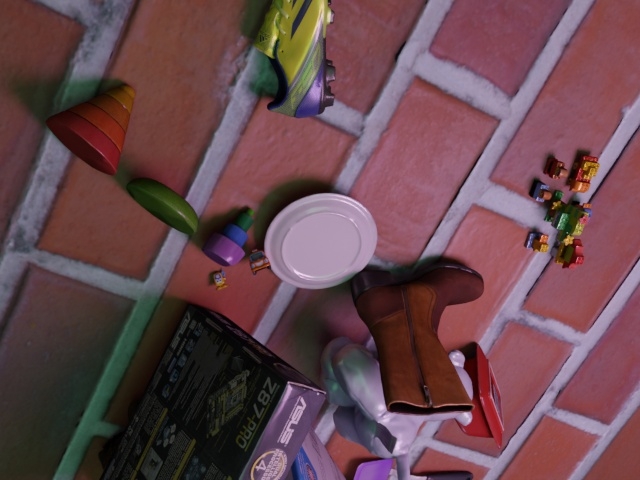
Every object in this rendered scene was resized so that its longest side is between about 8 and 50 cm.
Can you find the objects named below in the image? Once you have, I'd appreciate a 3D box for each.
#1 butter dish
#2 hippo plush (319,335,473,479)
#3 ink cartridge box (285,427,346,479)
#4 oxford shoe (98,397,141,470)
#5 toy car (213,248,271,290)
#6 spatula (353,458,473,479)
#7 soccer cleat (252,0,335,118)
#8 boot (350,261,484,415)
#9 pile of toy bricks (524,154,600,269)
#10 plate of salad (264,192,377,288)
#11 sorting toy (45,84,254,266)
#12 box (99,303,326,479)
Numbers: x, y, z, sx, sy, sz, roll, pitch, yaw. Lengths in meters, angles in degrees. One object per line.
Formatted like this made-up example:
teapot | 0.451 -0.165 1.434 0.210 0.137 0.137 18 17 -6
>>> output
butter dish | 0.295 0.318 1.278 0.118 0.160 0.160 -15 117 19
hippo plush | 0.152 0.259 1.149 0.236 0.294 0.234 -21 107 -20
ink cartridge box | -0.040 0.506 1.190 0.166 0.285 0.395 -28 116 2
oxford shoe | -0.364 0.391 1.182 0.096 0.083 0.227 11 108 -9
toy car | -0.139 0.048 1.082 0.122 0.060 0.041 -21 87 12
spatula | 0.207 0.519 1.395 0.296 0.030 0.084 9 112 -17
soccer cleat | -0.042 -0.322 0.933 0.121 0.093 0.289 -4 114 -4
boot | 0.203 0.161 1.086 0.264 0.280 0.096 4 129 -20
pile of toy bricks | 0.452 -0.045 1.159 0.118 0.105 0.212 5 112 -15
plate of salad | 0.000 0.000 1.109 0.199 0.048 0.200 -6 125 -8
sorting toy | -0.236 -0.107 0.997 0.365 0.127 0.126 42 70 -28
box | -0.198 0.336 1.007 0.097 0.318 0.395 28 87 -39
